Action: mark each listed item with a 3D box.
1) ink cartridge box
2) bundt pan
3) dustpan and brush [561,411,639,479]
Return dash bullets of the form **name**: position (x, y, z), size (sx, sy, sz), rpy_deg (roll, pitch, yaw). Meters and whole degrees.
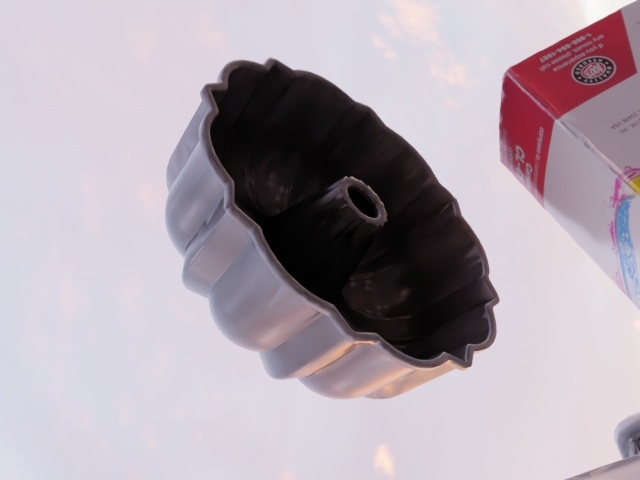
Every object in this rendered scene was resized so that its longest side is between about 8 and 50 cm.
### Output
- **ink cartridge box**: position (0.318, -0.052, 0.655), size (0.306, 0.226, 0.131), rpy_deg (56, 167, 32)
- **bundt pan**: position (0.000, 0.000, 0.748), size (0.331, 0.124, 0.331), rpy_deg (30, -144, -25)
- **dustpan and brush**: position (0.157, 0.122, 0.347), size (0.211, 0.147, 0.060), rpy_deg (53, -159, -31)
